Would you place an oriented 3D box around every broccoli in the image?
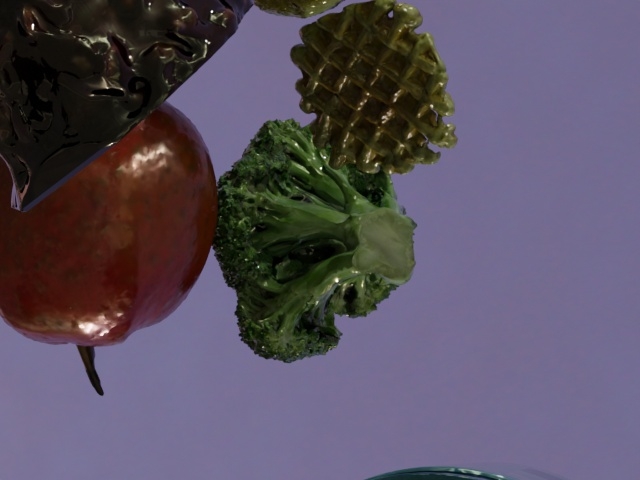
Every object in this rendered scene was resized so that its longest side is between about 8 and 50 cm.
[{"bbox_3d":[0.000,0.000,1.697,0.241,0.269,0.262,-5,-100,57],"label":"broccoli"}]

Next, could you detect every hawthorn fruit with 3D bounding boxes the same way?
[{"bbox_3d":[-0.219,0.006,1.574,0.254,0.254,0.300,4,-73,40],"label":"hawthorn fruit"}]

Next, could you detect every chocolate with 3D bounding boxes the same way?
[{"bbox_3d":[-0.122,-0.114,0.742,0.156,0.156,0.133,-31,-76,38],"label":"chocolate"}]

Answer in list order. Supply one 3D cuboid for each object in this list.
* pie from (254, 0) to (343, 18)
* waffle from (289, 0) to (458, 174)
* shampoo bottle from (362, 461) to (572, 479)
[{"bbox_3d":[-0.052,-0.340,1.502,0.277,0.078,0.277,20,-50,26],"label":"pie"},{"bbox_3d":[0.049,-0.142,1.532,0.183,0.036,0.169,-9,-77,45],"label":"waffle"},{"bbox_3d":[0.113,0.337,1.231,0.331,0.342,0.331,-2,-97,14],"label":"shampoo bottle"}]
